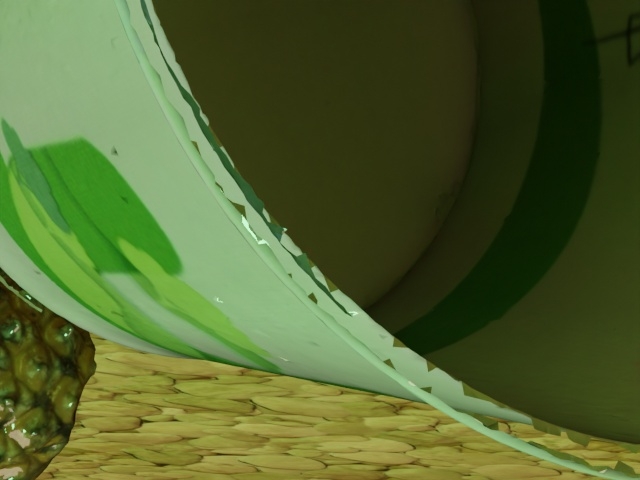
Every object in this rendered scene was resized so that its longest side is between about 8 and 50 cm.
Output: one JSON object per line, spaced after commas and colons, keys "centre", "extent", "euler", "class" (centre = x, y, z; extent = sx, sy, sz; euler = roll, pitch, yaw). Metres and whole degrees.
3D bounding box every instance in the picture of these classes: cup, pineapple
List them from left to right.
{"centre": [-0.318, 0.039, 1.118], "extent": [0.365, 0.165, 0.165], "euler": [20, 159, -24], "class": "pineapple"}
{"centre": [0.019, -0.070, 0.479], "extent": [0.253, 0.253, 0.274], "euler": [10, 172, -25], "class": "cup"}
